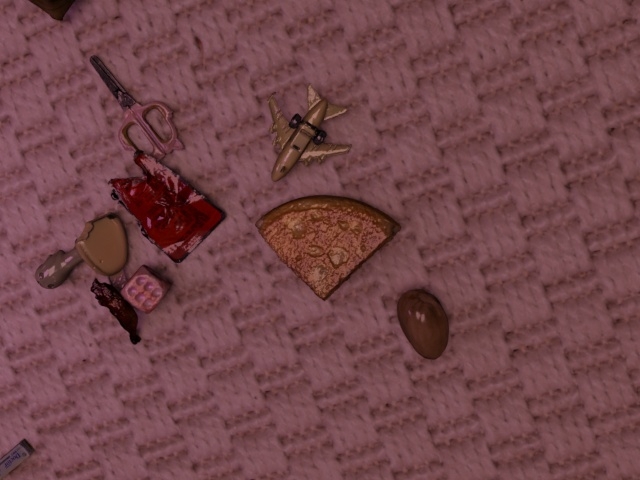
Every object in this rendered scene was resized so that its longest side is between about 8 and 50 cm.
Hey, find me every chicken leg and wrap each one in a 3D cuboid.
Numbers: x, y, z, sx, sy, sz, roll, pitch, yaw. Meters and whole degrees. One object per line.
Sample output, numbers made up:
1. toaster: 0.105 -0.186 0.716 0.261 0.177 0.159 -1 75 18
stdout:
1. chicken leg: -0.500 0.177 1.805 0.090 0.048 0.219 1 132 46

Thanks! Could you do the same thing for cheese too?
1. cheese: -0.528 0.063 1.817 0.050 0.127 0.255 3 114 51

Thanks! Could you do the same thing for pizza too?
1. pizza: 0.016 -0.031 1.738 0.268 0.087 0.258 -43 87 9

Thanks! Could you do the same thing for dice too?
1. dice: -0.434 0.120 1.799 0.093 0.091 0.094 39 89 -11

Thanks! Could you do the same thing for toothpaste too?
1. toothpaste: -0.849 0.603 1.953 0.164 0.034 0.046 -39 95 10

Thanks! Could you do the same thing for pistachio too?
1. pistachio: 0.248 0.204 1.731 0.126 0.108 0.185 -15 104 32

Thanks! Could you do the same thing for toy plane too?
1. toy plane: -0.047 -0.241 1.716 0.229 0.092 0.244 31 97 -12

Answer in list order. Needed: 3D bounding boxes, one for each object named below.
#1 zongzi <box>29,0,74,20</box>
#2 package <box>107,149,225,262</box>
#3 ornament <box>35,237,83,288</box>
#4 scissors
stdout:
1. zongzi: -0.645 -0.716 1.720 0.274 0.145 0.300 34 84 7
2. package: -0.392 -0.089 1.790 0.194 0.071 0.269 -41 95 25
3. ornament: -0.657 0.060 1.839 0.156 0.075 0.081 -35 86 12
4. scissors: -0.468 -0.329 1.789 0.160 0.024 0.317 -36 92 12
